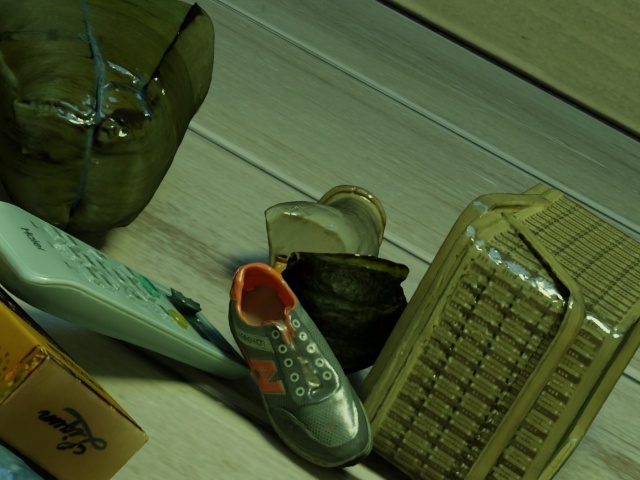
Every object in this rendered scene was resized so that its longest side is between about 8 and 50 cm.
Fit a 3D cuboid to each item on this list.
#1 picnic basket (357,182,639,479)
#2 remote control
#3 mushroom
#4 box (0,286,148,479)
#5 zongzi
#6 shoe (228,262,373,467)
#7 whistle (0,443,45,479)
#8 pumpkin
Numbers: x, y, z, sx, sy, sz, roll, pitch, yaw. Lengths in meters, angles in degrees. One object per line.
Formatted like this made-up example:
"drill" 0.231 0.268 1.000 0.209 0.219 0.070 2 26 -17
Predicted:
"picnic basket" 0.169 0.090 1.533 0.175 0.228 0.313 33 20 13
"remote control" -0.165 0.049 1.397 0.103 0.051 0.293 45 9 35
"mushroom" 0.007 0.005 1.750 0.108 0.096 0.247 30 15 12
"box" -0.241 0.067 1.230 0.237 0.070 0.152 37 -9 34
"zongzi" -0.313 -0.152 1.668 0.393 0.174 0.356 15 26 -2
"shoe" -0.023 0.099 1.426 0.074 0.077 0.194 -26 58 -10
"whistle" -0.298 0.107 1.156 0.304 0.062 0.062 33 21 19
"pumpkin" 0.013 0.065 1.563 0.119 0.107 0.183 12 -7 -5
